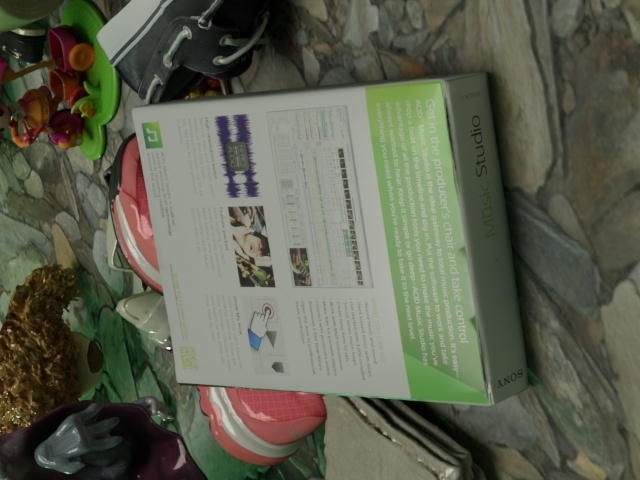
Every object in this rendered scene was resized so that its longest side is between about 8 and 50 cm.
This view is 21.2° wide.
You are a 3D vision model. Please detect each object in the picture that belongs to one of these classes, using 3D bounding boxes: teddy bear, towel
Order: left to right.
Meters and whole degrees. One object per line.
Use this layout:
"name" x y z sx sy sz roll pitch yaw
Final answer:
"teddy bear" -0.302 0.156 1.855 0.338 0.113 0.245 116 167 -53
"towel" 0.066 0.257 1.375 0.187 0.049 0.282 36 133 50

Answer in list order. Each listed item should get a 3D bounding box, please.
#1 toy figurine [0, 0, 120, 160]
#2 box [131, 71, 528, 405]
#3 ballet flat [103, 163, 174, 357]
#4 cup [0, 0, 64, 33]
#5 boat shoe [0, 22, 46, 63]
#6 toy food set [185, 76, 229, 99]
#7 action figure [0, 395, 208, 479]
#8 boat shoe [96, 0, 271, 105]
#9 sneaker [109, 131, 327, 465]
"toy figurine" -0.299 -0.145 1.703 0.130 0.159 0.173 42 137 44
"box" 0.000 0.000 1.282 0.322 0.058 0.232 0 103 43
"ballet flat" -0.162 0.028 1.626 0.077 0.079 0.221 -13 92 59
"cup" -0.355 -0.317 1.618 0.237 0.331 0.331 20 123 25
"boat shoe" -0.340 -0.225 1.845 0.133 0.049 0.042 31 120 45
"toy food set" -0.106 -0.129 1.523 0.082 0.020 0.083 -19 86 60
"action figure" -0.225 0.297 1.655 0.370 0.276 0.248 -42 68 58
"boat shoe" -0.085 -0.182 1.384 0.301 0.108 0.102 -30 89 54
"sneaker" -0.067 0.030 1.467 0.136 0.116 0.314 -36 78 47
